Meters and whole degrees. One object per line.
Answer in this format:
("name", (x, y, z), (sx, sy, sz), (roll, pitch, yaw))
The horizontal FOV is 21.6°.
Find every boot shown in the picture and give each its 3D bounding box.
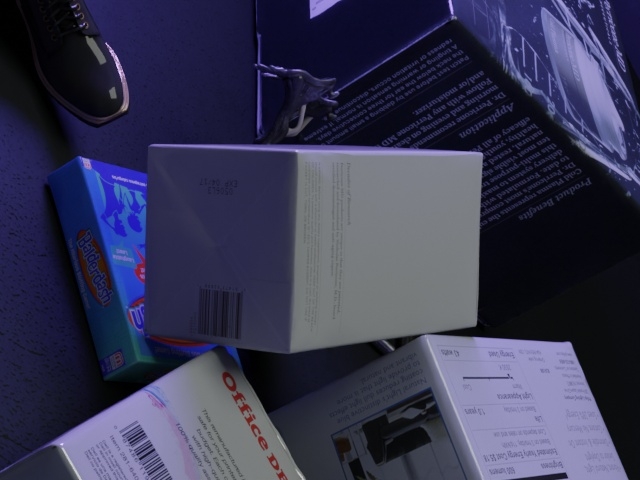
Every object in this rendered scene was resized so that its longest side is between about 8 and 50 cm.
("boot", (-0.248, -0.214, 1.592), (0.198, 0.077, 0.137), (56, -15, 16))

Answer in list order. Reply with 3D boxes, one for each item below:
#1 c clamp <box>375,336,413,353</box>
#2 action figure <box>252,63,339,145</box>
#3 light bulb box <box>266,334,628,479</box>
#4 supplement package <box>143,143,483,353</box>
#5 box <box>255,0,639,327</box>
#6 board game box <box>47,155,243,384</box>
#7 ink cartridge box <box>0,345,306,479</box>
("c clamp", (0.056, 0.094, 1.938), (0.160, 0.022, 0.137), (39, 28, -32))
("action figure", (-0.061, -0.041, 1.740), (0.164, 0.140, 0.276), (-111, -149, -87))
("light bulb box", (0.162, 0.302, 1.678), (0.358, 0.225, 0.361), (8, 57, -58))
("supplement package", (0.000, 0.000, 1.551), (0.293, 0.177, 0.175), (-4, 96, -52))
("box", (0.172, -0.230, 2.167), (0.472, 0.297, 0.480), (41, 32, -37))
("board game box", (-0.164, 0.034, 1.584), (0.160, 0.047, 0.210), (13, 53, -56))
("ink cartridge box", (-0.131, 0.228, 1.368), (0.201, 0.117, 0.278), (60, 27, 1))
